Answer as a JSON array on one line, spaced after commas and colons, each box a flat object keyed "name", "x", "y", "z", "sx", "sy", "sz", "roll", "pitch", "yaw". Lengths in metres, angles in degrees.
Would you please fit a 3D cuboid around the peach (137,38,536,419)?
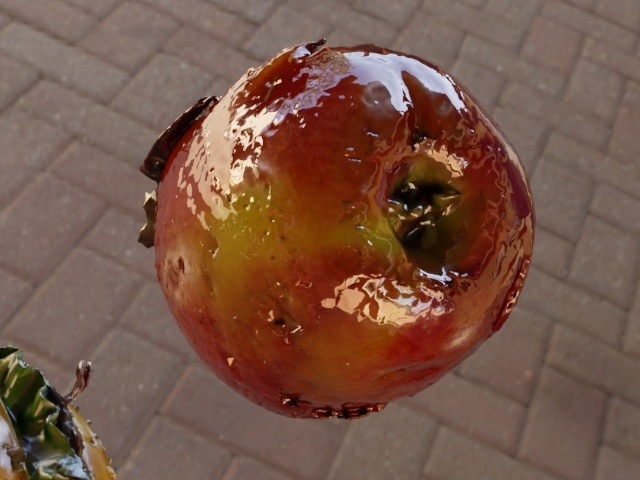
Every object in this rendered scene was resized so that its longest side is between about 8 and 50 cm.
[{"name": "peach", "x": 0.000, "y": 0.000, "z": 1.361, "sx": 0.339, "sy": 0.416, "sz": 0.353, "roll": 21, "pitch": 76, "yaw": -27}]

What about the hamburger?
[{"name": "hamburger", "x": -0.166, "y": 0.132, "z": 0.621, "sx": 0.093, "sy": 0.189, "sz": 0.164, "roll": 24, "pitch": 47, "yaw": -55}]
